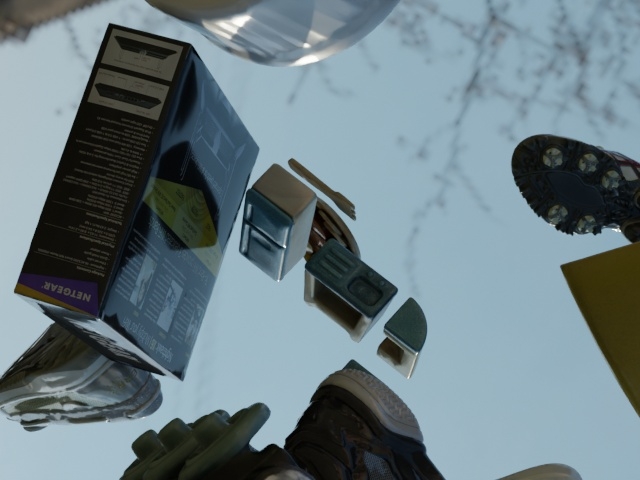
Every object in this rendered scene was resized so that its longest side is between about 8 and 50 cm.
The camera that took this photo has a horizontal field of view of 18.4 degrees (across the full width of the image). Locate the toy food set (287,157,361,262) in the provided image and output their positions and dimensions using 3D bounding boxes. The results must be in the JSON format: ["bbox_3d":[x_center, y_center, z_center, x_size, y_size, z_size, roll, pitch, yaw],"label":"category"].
[{"bbox_3d":[0.000,0.000,2.276,0.038,0.132,0.192,-38,145,-20],"label":"toy food set"}]

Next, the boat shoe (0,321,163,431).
[{"bbox_3d":[-0.258,0.149,2.033,0.118,0.103,0.320,-48,-167,-28],"label":"boat shoe"}]

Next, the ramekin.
[{"bbox_3d":[-0.053,-0.294,1.669,0.277,0.135,0.277,-4,-99,30],"label":"ramekin"}]

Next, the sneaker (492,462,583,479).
[{"bbox_3d":[0.161,0.345,2.115,0.293,0.108,0.169,-22,-155,3],"label":"sneaker"}]

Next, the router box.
[{"bbox_3d":[-0.152,-0.024,1.747,0.309,0.081,0.243,58,48,-73],"label":"router box"}]

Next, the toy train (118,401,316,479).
[{"bbox_3d":[-0.100,0.216,1.348,0.190,0.142,0.334,-41,-175,-20],"label":"toy train"}]

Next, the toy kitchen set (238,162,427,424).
[{"bbox_3d":[-0.019,0.069,1.786,0.166,0.207,0.122,-47,165,-25],"label":"toy kitchen set"}]

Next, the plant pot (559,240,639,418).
[{"bbox_3d":[0.350,0.073,1.618,0.212,0.187,0.212,-18,176,26],"label":"plant pot"}]

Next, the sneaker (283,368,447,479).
[{"bbox_3d":[0.057,0.241,1.568,0.153,0.268,0.101,-39,176,-36],"label":"sneaker"}]

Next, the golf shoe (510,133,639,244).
[{"bbox_3d":[0.317,-0.063,2.307,0.105,0.273,0.120,-59,-147,16],"label":"golf shoe"}]
